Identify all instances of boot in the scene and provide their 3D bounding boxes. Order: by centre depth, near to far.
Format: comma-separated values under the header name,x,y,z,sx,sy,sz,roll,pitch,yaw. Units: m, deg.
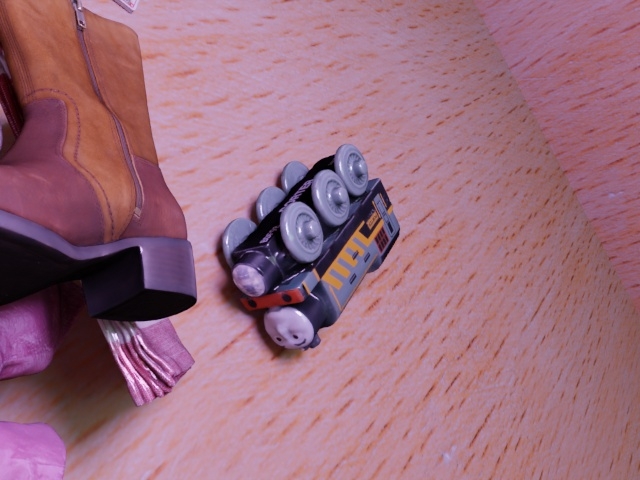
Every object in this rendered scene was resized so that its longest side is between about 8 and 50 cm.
name,x,y,z,sx,sy,sz,roll,pitch,yaw
boot,-0.194,-0.096,0.453,0.264,0.096,0.280,16,52,-56

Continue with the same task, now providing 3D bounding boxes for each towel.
name,x,y,z,sx,sy,sz,roll,pitch,yaw
towel,-0.206,-0.012,0.636,0.237,0.037,0.328,146,-80,-82

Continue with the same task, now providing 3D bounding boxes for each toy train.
name,x,y,z,sx,sy,sz,roll,pitch,yaw
toy train,0.000,0.000,0.922,0.190,0.142,0.334,62,36,-20

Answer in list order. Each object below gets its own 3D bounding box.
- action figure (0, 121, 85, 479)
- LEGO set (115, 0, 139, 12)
name,x,y,z,sx,sy,sz,roll,pitch,yaw
action figure,-0.250,0.079,0.431,0.248,0.275,0.370,6,29,-17
LEGO set,-0.300,-0.447,0.901,0.182,0.060,0.244,35,55,-38
